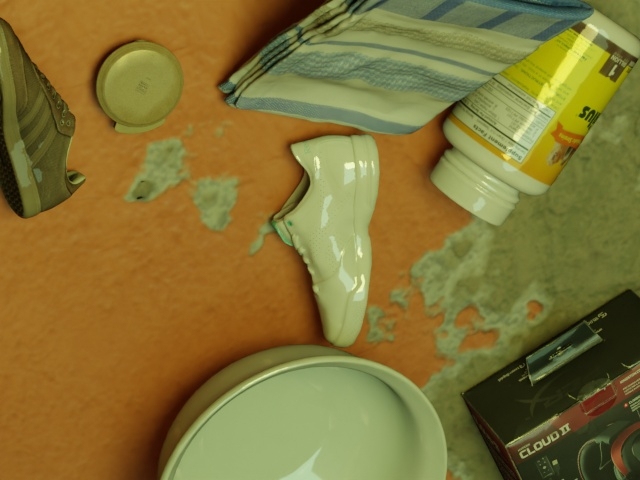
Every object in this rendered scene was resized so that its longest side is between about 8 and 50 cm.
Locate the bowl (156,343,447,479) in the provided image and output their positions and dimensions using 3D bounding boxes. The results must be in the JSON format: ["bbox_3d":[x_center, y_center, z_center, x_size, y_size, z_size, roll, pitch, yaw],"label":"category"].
[{"bbox_3d":[-0.038,0.211,1.654,0.298,0.134,0.298,-11,120,-19],"label":"bowl"}]

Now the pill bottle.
[{"bbox_3d":[0.193,-0.124,1.586,0.117,0.117,0.215,26,104,-32],"label":"pill bottle"}]

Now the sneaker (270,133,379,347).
[{"bbox_3d":[0.000,0.000,1.605,0.094,0.080,0.212,0,112,-9],"label":"sneaker"}]

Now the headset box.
[{"bbox_3d":[0.298,0.210,1.814,0.218,0.110,0.293,-32,124,-5],"label":"headset box"}]

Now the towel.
[{"bbox_3d":[0.066,-0.155,1.451,0.209,0.285,0.034,7,70,-28],"label":"towel"}]

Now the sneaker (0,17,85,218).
[{"bbox_3d":[-0.246,-0.111,1.445,0.071,0.066,0.188,-27,131,-29],"label":"sneaker"}]

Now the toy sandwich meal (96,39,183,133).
[{"bbox_3d":[-0.157,-0.134,1.483,0.085,0.029,0.085,-8,115,-18],"label":"toy sandwich meal"}]
